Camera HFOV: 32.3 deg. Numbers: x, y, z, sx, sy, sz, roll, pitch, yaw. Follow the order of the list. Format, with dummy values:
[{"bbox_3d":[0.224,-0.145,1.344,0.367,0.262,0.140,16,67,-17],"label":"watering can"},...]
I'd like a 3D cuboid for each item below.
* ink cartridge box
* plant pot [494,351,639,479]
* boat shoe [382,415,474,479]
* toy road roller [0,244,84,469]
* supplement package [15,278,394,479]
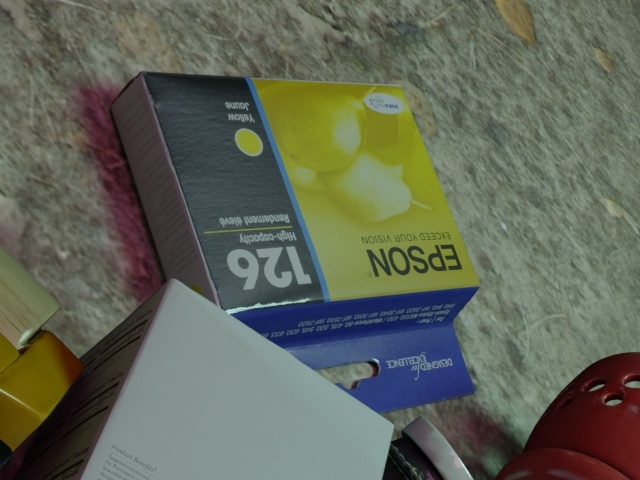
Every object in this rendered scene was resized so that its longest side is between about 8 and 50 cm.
[{"bbox_3d":[0.000,0.000,0.964,0.303,0.072,0.307,-4,64,-42],"label":"ink cartridge box"},{"bbox_3d":[0.248,0.211,0.905,0.174,0.191,0.191,-32,86,-43],"label":"plant pot"},{"bbox_3d":[0.115,0.283,0.859,0.091,0.114,0.302,-31,95,-8],"label":"boat shoe"},{"bbox_3d":[-0.295,0.097,0.596,0.202,0.240,0.329,46,7,-6],"label":"toy road roller"},{"bbox_3d":[-0.087,0.177,0.712,0.194,0.149,0.203,36,45,-18],"label":"supplement package"}]
